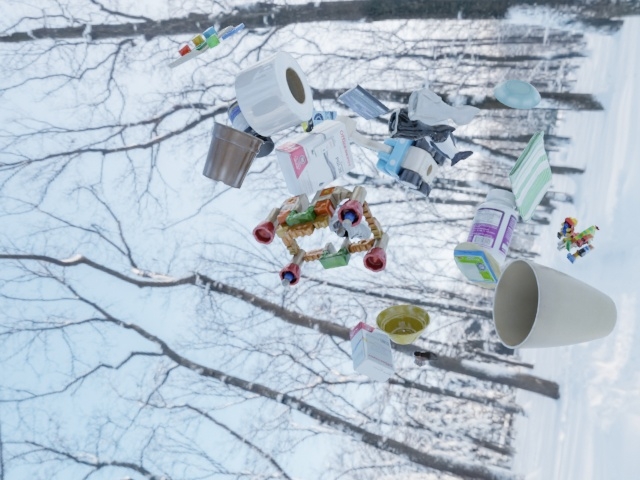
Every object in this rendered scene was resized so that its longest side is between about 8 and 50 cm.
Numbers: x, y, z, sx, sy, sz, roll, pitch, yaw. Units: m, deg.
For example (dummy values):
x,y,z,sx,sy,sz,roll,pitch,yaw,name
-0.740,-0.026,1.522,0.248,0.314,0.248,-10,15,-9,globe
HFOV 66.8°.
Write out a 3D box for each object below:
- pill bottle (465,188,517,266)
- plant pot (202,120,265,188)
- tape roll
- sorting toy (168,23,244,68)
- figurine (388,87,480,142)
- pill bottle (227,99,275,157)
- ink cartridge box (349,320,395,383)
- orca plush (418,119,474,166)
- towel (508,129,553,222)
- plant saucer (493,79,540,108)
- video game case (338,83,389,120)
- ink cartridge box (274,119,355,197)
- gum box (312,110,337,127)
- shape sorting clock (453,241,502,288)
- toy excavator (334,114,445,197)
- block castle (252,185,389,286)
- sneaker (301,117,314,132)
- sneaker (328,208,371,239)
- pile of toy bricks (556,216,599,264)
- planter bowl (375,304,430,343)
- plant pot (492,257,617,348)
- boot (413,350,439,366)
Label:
x,y,z,sx,sy,sz,roll,pitch,yaw,name
0.719,-0.054,2.026,0.302,0.169,0.169,-67,-25,-13,pill bottle
-0.275,-0.254,1.479,0.167,0.166,0.165,6,-74,-68,plant pot
-0.154,-0.500,1.665,0.246,0.169,0.246,39,-137,-49,tape roll
-0.403,-0.651,1.608,0.196,0.347,0.047,-54,-55,-34,sorting toy
0.343,-0.365,1.463,0.215,0.209,0.093,148,128,-68,figurine
-0.262,-0.428,1.858,0.219,0.122,0.123,61,-169,21,pill bottle
0.173,0.378,1.646,0.072,0.127,0.175,-52,20,27,ink cartridge box
0.445,-0.381,1.714,0.102,0.287,0.151,2,-52,-42,orca plush
0.859,-0.252,1.969,0.248,0.038,0.325,-53,-42,-13,towel
0.819,-0.618,2.008,0.038,0.194,0.195,93,-161,-52,plant saucer
0.211,-0.682,2.417,0.026,0.196,0.274,-58,16,-3,video game case
-0.016,-0.327,1.928,0.283,0.117,0.207,-35,-54,-24,ink cartridge box
0.006,-0.567,2.421,0.041,0.184,0.157,-15,-69,-40,gum box
0.574,0.090,1.776,0.040,0.206,0.206,-41,-38,-21,shape sorting clock
0.305,-0.409,2.258,0.432,0.444,0.223,24,-90,-59,toy excavator
0.000,0.000,1.777,0.303,0.452,0.213,61,-145,-28,block castle
-0.088,-0.495,1.892,0.081,0.094,0.209,63,-172,-60,sneaker
0.125,-0.042,2.217,0.281,0.105,0.116,22,-123,-38,sneaker
0.827,-0.011,1.532,0.118,0.105,0.212,60,-175,33,pile of toy bricks
0.334,0.352,1.948,0.217,0.217,0.091,-47,-47,-54,planter bowl
0.683,0.199,1.392,0.256,0.273,0.257,-171,90,-85,plant pot
0.439,0.500,2.019,0.114,0.106,0.037,74,-148,-51,boot
